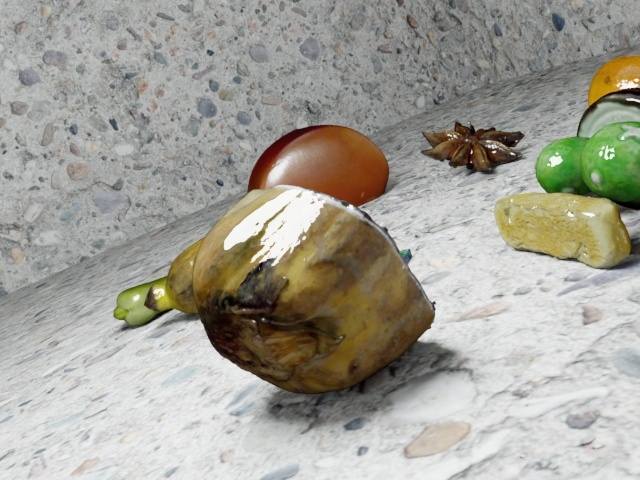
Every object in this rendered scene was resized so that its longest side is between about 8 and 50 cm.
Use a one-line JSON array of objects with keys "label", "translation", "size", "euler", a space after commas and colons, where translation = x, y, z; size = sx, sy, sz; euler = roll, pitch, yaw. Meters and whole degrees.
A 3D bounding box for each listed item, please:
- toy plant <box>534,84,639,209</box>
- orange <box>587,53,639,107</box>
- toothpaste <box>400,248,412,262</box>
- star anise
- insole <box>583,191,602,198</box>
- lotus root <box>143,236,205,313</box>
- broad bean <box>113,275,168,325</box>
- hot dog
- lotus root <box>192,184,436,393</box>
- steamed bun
[{"label": "toy plant", "translation": [0.426, -0.120, 0.920], "size": [0.235, 0.175, 0.218], "euler": [-23, 7, -21]}, {"label": "orange", "translation": [0.632, -0.273, 1.261], "size": [0.224, 0.169, 0.224], "euler": [-5, 19, 2]}, {"label": "toothpaste", "translation": [0.135, 0.036, 1.114], "size": [0.020, 0.017, 0.083], "euler": [-12, 15, 27]}, {"label": "star anise", "translation": [0.373, -0.214, 1.630], "size": [0.272, 0.102, 0.272], "euler": [-4, 34, 3]}, {"label": "insole", "translation": [0.505, -0.122, 1.187], "size": [0.110, 0.012, 0.309], "euler": [-12, 15, 32]}, {"label": "lotus root", "translation": [-0.204, 0.059, 1.300], "size": [0.314, 0.141, 0.169], "euler": [-31, 10, 1]}, {"label": "broad bean", "translation": [-0.367, 0.130, 1.432], "size": [0.125, 0.082, 0.175], "euler": [-9, 7, 43]}, {"label": "hot dog", "translation": [0.330, -0.022, 0.889], "size": [0.073, 0.084, 0.242], "euler": [-21, 11, -14]}, {"label": "lotus root", "translation": [-0.021, 0.072, 0.749], "size": [0.272, 0.272, 0.192], "euler": [-6, 35, 51]}, {"label": "steamed bun", "translation": [-0.022, -0.185, 1.788], "size": [0.380, 0.248, 0.235], "euler": [-23, 13, -13]}]
